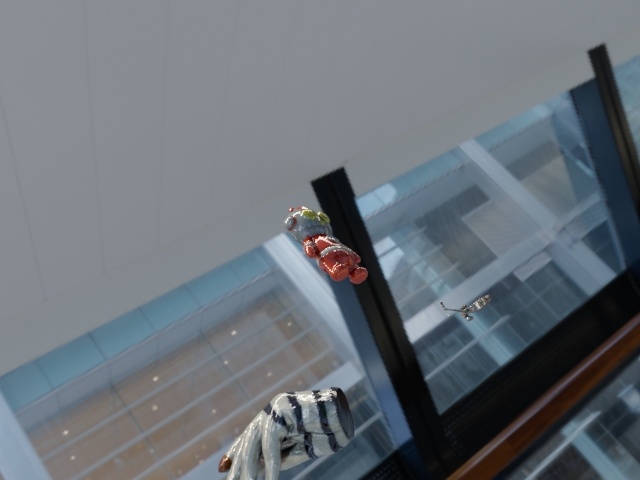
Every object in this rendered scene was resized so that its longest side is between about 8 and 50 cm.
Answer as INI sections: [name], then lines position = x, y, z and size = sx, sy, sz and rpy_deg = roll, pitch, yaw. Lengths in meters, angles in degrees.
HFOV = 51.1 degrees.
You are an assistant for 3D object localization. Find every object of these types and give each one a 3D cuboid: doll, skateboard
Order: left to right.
[doll]
position = 0.000, 0.000, 1.358
size = 0.142, 0.245, 0.076
rpy_deg = 13, -61, -43
[skateboard]
position = 0.246, 0.111, 1.139
size = 0.083, 0.032, 0.064
rpy_deg = 8, -40, -44

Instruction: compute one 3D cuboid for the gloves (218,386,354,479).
[gloves]
position = -0.063, 0.304, 1.040
size = 0.219, 0.131, 0.140
rpy_deg = -16, -6, 10
